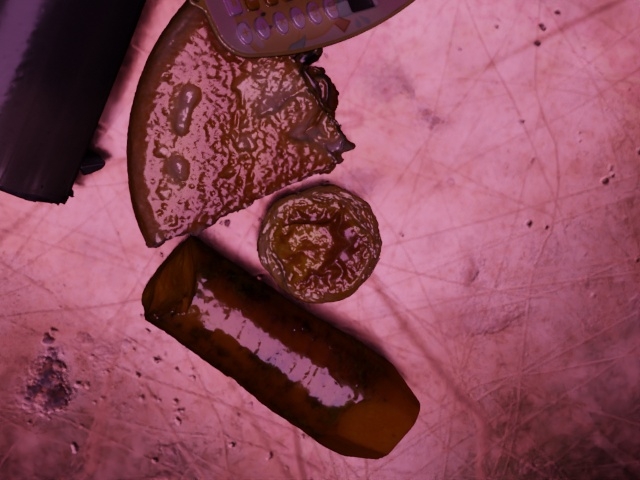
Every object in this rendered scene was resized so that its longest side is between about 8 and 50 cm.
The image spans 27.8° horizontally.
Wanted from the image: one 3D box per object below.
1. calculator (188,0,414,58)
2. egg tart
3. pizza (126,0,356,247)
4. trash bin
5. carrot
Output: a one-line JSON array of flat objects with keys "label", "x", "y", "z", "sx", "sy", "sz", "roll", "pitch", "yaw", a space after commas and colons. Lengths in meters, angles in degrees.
[{"label": "calculator", "x": -0.026, "y": -0.259, "z": 1.255, "sx": 0.236, "sy": 0.033, "sz": 0.157, "roll": -20, "pitch": 87, "yaw": -28}, {"label": "egg tart", "x": 0.000, "y": 0.000, "z": 1.335, "sx": 0.130, "sy": 0.052, "sz": 0.130, "roll": 0, "pitch": 100, "yaw": -2}, {"label": "pizza", "x": -0.075, "y": -0.119, "z": 1.297, "sx": 0.228, "sy": 0.081, "sz": 0.290, "roll": 13, "pitch": 91, "yaw": -10}, {"label": "trash bin", "x": -0.280, "y": -0.207, "z": 1.211, "sx": 0.252, "sy": 0.203, "sz": 0.302, "roll": 15, "pitch": 101, "yaw": -42}, {"label": "carrot", "x": -0.040, "y": 0.114, "z": 1.322, "sx": 0.302, "sy": 0.114, "sz": 0.114, "roll": 34, "pitch": 95, "yaw": -7}]
